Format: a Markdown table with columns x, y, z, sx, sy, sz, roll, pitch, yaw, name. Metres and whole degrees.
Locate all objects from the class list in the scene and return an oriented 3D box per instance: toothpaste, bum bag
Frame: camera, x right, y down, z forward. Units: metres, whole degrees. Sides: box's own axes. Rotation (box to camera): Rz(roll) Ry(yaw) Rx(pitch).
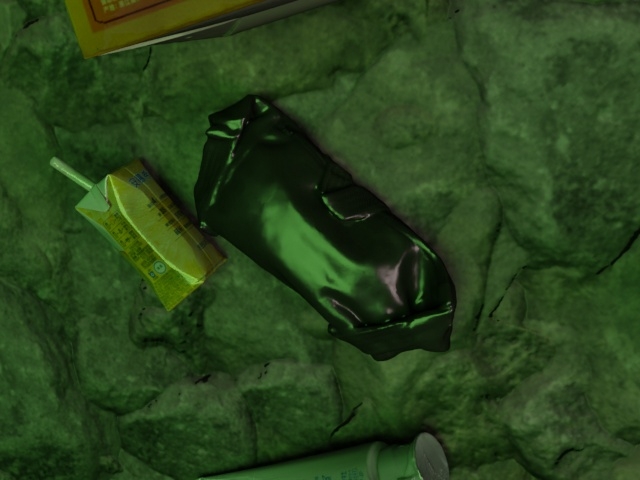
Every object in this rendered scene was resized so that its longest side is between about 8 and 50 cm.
| x | y | z | sx | sy | sz | roll | pitch | yaw | name |
| --- | --- | --- | --- | --- | --- | --- | --- | --- | --- |
| -0.004 | 0.277 | 0.967 | 0.299 | 0.073 | 0.114 | -24 | 99 | 30 | toothpaste |
| 0.000 | 0.000 | 0.872 | 0.326 | 0.080 | 0.142 | 43 | 107 | 5 | bum bag |

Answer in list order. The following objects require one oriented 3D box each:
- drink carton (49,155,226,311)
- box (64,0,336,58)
| x | y | z | sx | sy | sz | roll | pitch | yaw | name |
| --- | --- | --- | --- | --- | --- | --- | --- | --- | --- |
| -0.192 | -0.027 | 0.920 | 0.074 | 0.084 | 0.200 | -37 | 97 | 28 | drink carton |
| -0.041 | -0.288 | 0.694 | 0.284 | 0.259 | 0.213 | -12 | 103 | 20 | box |
